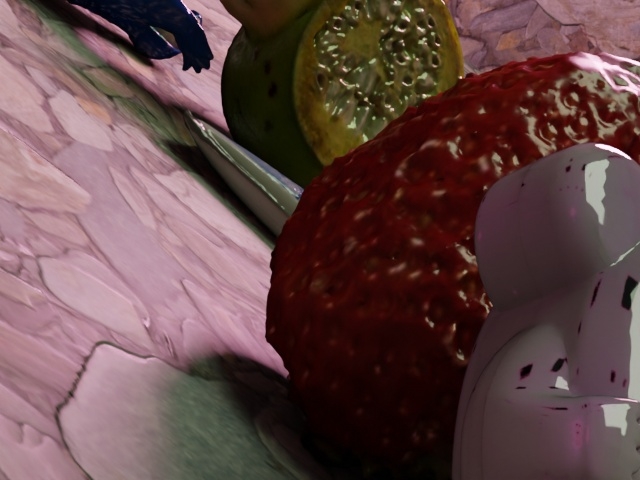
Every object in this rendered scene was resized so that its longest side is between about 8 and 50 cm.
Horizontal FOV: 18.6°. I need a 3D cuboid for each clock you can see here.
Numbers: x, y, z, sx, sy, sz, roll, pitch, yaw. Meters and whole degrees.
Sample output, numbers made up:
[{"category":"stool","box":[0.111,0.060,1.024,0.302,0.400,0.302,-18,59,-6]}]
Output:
[{"category":"clock","box":[0.179,0.131,0.892,0.295,0.113,0.322,20,59,-37]}]

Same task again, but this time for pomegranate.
[{"category":"pomegranate","box":[-0.015,-0.133,1.544,0.241,0.190,0.159,18,-8,-38]}]

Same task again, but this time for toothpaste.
[{"category":"toothpaste","box":[0.001,0.000,1.405,0.268,0.047,0.069,40,24,17]}]

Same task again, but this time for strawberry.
[{"category":"strawberry","box":[0.112,0.022,1.101,0.257,0.277,0.257,40,8,-7]}]

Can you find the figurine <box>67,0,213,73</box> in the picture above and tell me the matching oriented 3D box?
[{"category":"figurine","box":[-0.183,-0.231,1.549,0.262,0.121,0.164,54,13,-27]}]
